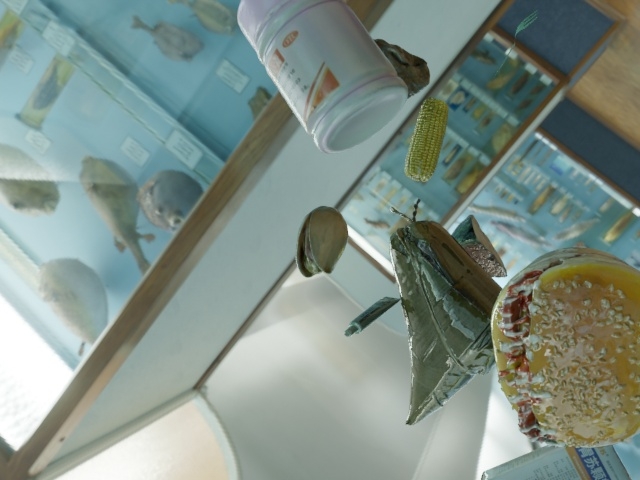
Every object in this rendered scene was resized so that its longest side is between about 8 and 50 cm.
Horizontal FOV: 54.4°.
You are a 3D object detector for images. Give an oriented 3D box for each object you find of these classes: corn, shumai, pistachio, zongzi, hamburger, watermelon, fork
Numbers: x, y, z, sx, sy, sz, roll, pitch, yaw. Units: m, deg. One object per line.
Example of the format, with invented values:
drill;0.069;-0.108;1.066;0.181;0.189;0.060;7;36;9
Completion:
corn;0.311;-0.292;1.810;0.093;0.244;0.093;15;173;2
shumai;0.206;-0.493;1.798;0.185;0.218;0.184;65;-163;-61
pistachio;0.000;0.000;1.640;0.144;0.144;0.215;34;-134;-20
zongzi;0.233;0.196;1.672;0.500;0.467;0.218;48;-161;12
hamburger;0.355;0.153;0.852;0.151;0.227;0.295;-47;-52;-61
watermelon;0.416;0.047;1.756;0.136;0.207;0.202;-7;-137;-38
fork;0.482;-0.488;1.586;0.021;0.235;0.039;23;-124;-3

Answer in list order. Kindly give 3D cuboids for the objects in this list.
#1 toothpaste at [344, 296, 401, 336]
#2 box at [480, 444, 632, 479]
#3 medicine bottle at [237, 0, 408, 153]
toothpaste;0.142;0.206;1.729;0.255;0.067;0.037;-28;-71;-49
box;0.541;0.570;1.397;0.200;0.299;0.106;64;-168;13
medicine bottle;0.001;-0.344;1.177;0.316;0.202;0.202;58;-162;14
